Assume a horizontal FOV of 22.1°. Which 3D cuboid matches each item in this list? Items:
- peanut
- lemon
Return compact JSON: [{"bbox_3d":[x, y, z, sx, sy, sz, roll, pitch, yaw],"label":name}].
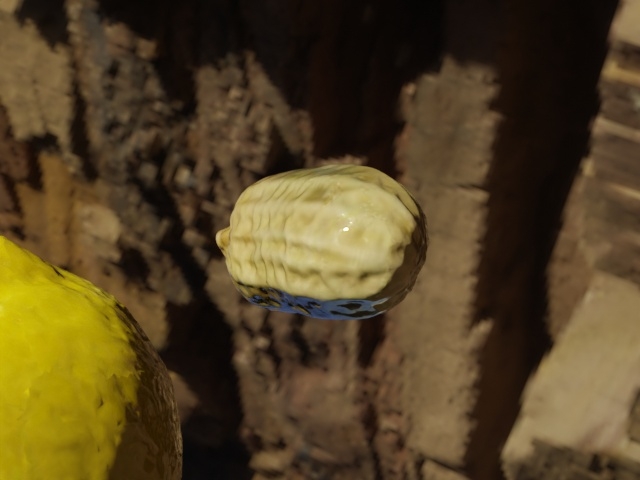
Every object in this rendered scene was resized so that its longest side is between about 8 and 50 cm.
[{"bbox_3d":[0.000,0.000,0.915,0.093,0.194,0.083,-18,-82,-21],"label":"peanut"},{"bbox_3d":[-0.256,0.165,1.115,0.348,0.348,0.348,-38,-41,-42],"label":"lemon"}]
